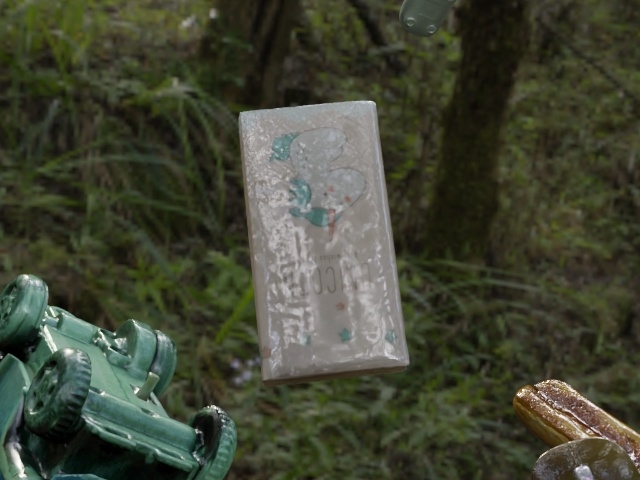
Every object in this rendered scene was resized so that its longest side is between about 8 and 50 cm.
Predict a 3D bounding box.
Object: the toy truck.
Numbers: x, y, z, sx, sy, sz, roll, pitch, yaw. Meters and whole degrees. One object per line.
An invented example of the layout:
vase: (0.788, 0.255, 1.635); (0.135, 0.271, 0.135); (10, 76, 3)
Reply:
toy truck: (-0.188, 0.142, 0.940); (0.155, 0.156, 0.279); (28, 7, -30)

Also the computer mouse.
computer mouse: (0.325, 0.342, 1.360); (0.125, 0.245, 0.056); (-17, -19, -2)

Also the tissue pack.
tissue pack: (0.000, 0.000, 1.407); (0.170, 0.326, 0.071); (-7, -15, -1)

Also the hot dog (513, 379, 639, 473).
hot dog: (0.349, 0.262, 1.593); (0.100, 0.068, 0.249); (-11, 27, -26)

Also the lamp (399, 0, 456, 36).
lamp: (0.075, -0.276, 1.112); (0.050, 0.056, 0.198); (8, 48, -30)
